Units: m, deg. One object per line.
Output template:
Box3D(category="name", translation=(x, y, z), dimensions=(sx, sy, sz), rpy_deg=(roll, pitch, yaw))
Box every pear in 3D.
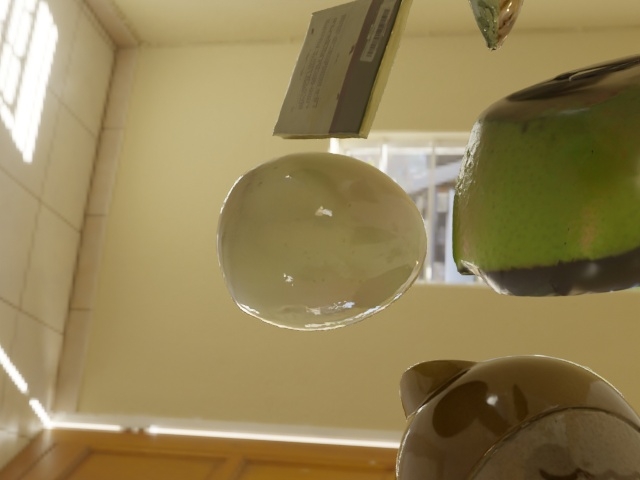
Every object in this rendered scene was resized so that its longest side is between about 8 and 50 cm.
Box3D(category="pear", translation=(0.309, -0.091, 0.978), dimensions=(0.399, 0.399, 0.165), rpy_deg=(-51, 127, -70))

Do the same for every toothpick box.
Box3D(category="toothpick box", translation=(0.306, 0.384, 1.443), dimensions=(0.409, 0.409, 0.425), rpy_deg=(75, 5, -51))

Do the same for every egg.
Box3D(category="egg", translation=(0.000, 0.000, 1.514), dimensions=(0.283, 0.345, 0.283), rpy_deg=(7, 82, -62))

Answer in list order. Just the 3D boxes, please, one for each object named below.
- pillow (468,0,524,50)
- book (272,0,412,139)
Box3D(category="pillow", translation=(0.235, -0.467, 1.325), dimensions=(0.312, 0.119, 0.310), rpy_deg=(83, 9, -48))
Box3D(category="book", translation=(0.023, -0.230, 1.321), dimensions=(0.289, 0.026, 0.201), rpy_deg=(16, -92, 65))
